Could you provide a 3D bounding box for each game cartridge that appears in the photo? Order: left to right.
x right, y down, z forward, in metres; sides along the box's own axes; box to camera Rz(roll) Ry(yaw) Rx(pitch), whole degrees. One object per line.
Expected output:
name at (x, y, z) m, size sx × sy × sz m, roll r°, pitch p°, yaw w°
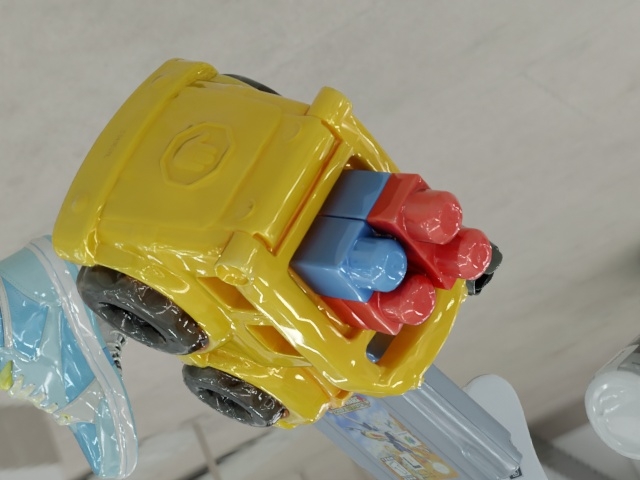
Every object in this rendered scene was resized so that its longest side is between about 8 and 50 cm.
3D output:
game cartridge at (0.088, 0.217, 1.473) m, size 0.062 × 0.198 × 0.297 m, roll -57°, pitch -168°, yaw -25°

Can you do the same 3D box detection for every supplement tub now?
supplement tub at (0.391, 0.155, 1.399) m, size 0.190 × 0.117 × 0.117 m, roll -31°, pitch 172°, yaw -42°

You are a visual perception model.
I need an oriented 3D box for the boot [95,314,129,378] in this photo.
boot at (-0.333, 0.178, 1.959) m, size 0.258 × 0.123 × 0.095 m, roll -47°, pitch 137°, yaw -5°

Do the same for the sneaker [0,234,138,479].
sneaker at (-0.360, 0.173, 1.505) m, size 0.208 × 0.319 × 0.127 m, roll -24°, pitch -174°, yaw -27°

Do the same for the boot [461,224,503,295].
boot at (0.088, 0.016, 1.051) m, size 0.077 × 0.137 × 0.198 m, roll -56°, pitch 165°, yaw -6°

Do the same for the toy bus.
toy bus at (0.004, 0.016, 0.671) m, size 0.211 × 0.149 × 0.220 m, roll 8°, pitch 150°, yaw 41°

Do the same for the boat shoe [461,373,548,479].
boat shoe at (0.248, 0.336, 1.703) m, size 0.108 × 0.301 × 0.102 m, roll -14°, pitch 168°, yaw -11°
